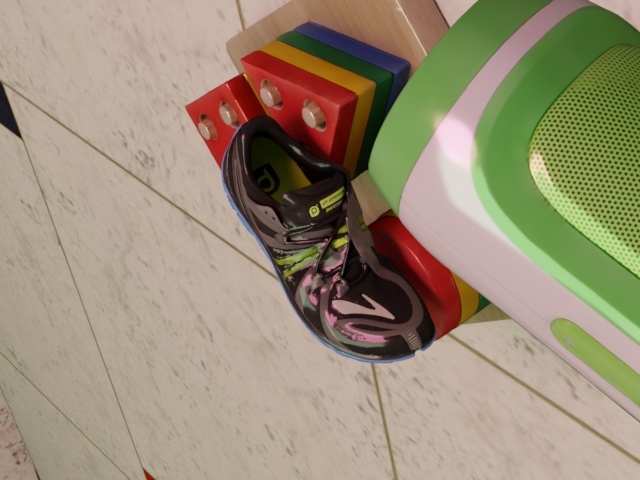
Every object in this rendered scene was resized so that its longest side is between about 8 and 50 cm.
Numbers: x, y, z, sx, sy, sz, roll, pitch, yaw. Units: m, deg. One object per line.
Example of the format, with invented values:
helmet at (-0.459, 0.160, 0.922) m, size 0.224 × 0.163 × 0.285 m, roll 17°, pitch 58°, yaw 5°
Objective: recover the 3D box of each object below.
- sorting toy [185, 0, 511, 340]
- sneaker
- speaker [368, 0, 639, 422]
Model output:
sorting toy at (0.025, -0.041, 1.016) m, size 0.257 × 0.089 × 0.255 m, roll 61°, pitch 156°, yaw -7°
sneaker at (0.000, 0.000, 0.919) m, size 0.188 × 0.067 × 0.078 m, roll 52°, pitch 161°, yaw 17°
speaker at (0.165, 0.023, 0.588) m, size 0.296 × 0.131 × 0.131 m, roll 39°, pitch 152°, yaw 14°
